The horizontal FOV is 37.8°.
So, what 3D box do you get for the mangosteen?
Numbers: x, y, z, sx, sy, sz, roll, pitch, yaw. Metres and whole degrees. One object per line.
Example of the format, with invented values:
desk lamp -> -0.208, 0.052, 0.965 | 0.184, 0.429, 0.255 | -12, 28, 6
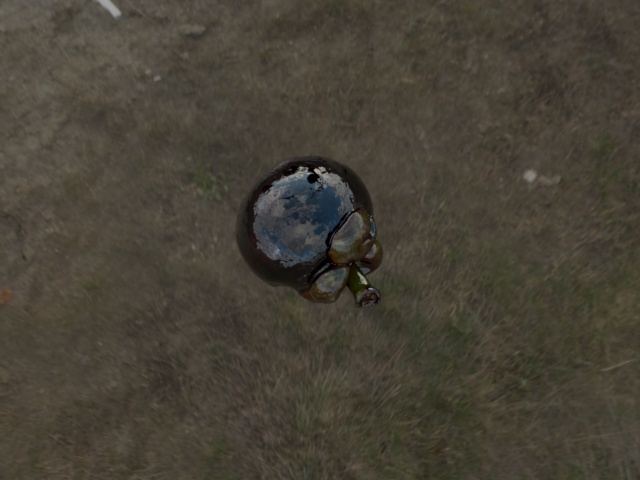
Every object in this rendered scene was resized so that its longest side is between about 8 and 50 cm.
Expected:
mangosteen -> 0.000, 0.000, 1.340 | 0.211, 0.211, 0.250 | -40, 76, -11
